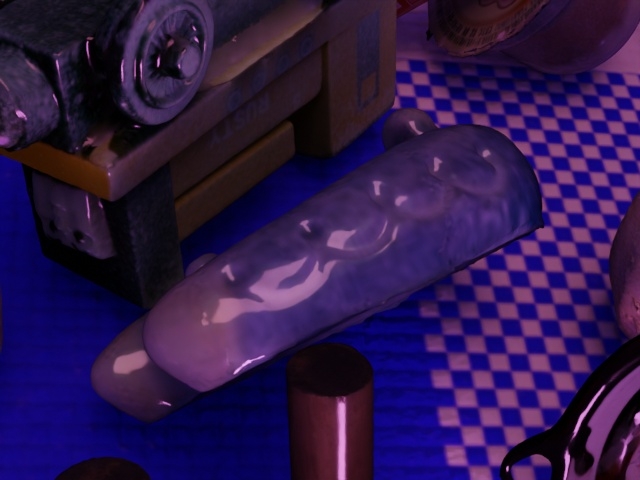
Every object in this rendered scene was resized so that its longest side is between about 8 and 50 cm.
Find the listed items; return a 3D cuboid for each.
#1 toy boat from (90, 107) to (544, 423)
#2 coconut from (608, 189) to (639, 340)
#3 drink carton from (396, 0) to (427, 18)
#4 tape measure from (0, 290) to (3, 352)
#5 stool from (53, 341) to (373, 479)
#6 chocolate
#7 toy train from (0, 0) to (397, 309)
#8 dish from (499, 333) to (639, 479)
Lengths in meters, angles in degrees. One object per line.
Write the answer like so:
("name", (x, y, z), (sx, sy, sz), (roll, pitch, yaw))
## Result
("toy boat", (0.000, 0.000, 0.839), (0.330, 0.215, 0.123), (-25, 83, -26))
("coconut", (0.331, 0.027, 0.904), (0.224, 0.224, 0.234), (-25, 58, -29))
("drink carton", (0.077, -0.255, 1.081), (0.071, 0.223, 0.096), (40, 35, -41))
("tape measure", (-0.332, 0.074, 0.766), (0.265, 0.130, 0.258), (23, 52, 6))
("stool", (-0.001, 0.200, 0.661), (0.272, 0.178, 0.272), (-1, 32, 1))
("chocolate", (0.209, -0.227, 1.117), (0.147, 0.221, 0.221), (22, 44, -31))
("toy train", (-0.080, -0.132, 0.908), (0.160, 0.253, 0.397), (24, 46, 28))
("dish", (0.280, 0.160, 0.779), (0.303, 0.303, 0.120), (38, 22, 18))
